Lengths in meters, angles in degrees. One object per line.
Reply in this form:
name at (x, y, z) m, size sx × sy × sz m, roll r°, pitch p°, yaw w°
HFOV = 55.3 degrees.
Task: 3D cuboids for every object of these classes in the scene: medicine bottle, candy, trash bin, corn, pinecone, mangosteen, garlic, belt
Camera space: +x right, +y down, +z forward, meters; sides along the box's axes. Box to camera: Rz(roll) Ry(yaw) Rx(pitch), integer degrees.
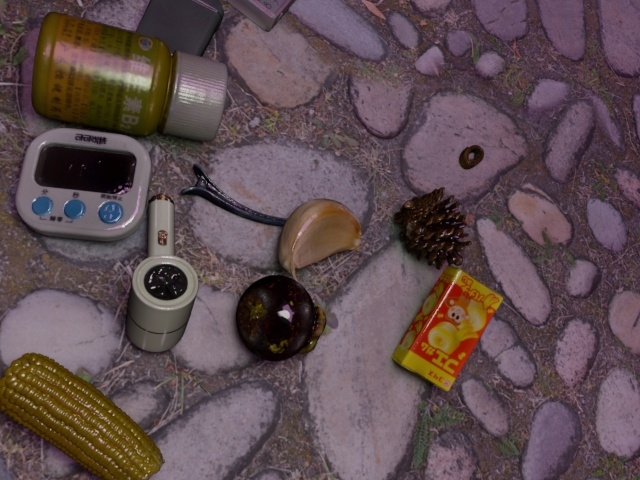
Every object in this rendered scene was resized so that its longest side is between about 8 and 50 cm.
medicine bottle at (-0.415, -0.346, 1.351) m, size 0.385 × 0.224 × 0.224 m, roll 9°, pitch 70°, yaw -21°
candy at (0.311, 0.214, 1.502) m, size 0.146 × 0.088 × 0.276 m, roll 31°, pitch 86°, yaw -12°
trash bin at (-0.351, -0.535, 1.514) m, size 0.177 × 0.101 × 0.236 m, roll 26°, pitch 68°, yaw -16°
corn at (-0.455, 0.349, 1.163) m, size 0.344 × 0.131 × 0.131 m, roll 41°, pitch 62°, yaw -8°
pinecone at (0.294, -0.022, 1.577) m, size 0.169 × 0.185 × 0.212 m, roll -22°, pitch 103°, yaw -4°
mangosteen at (-0.076, 0.176, 1.355) m, size 0.217 × 0.192 × 0.192 m, roll 18°, pitch 65°, yaw -40°
garlic at (-0.011, -0.009, 1.449) m, size 0.245 × 0.145 × 0.164 m, roll -30°, pitch 82°, yaw -36°
belt at (0.443, -0.247, 1.792) m, size 0.083 × 0.036 × 0.059 m, roll -41°, pitch 91°, yaw -29°

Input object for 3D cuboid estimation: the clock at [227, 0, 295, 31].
clock at (-0.143, -0.687, 1.670) m, size 0.150 × 0.063 × 0.197 m, roll 36°, pitch 63°, yaw -8°

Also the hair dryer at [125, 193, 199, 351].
hair dryer at (-0.339, 0.034, 1.299) m, size 0.128 × 0.203 × 0.361 m, roll 4°, pitch 55°, yaw -19°

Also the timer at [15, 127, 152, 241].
timer at (-0.495, -0.116, 1.300) m, size 0.262 × 0.087 × 0.236 m, roll 6°, pitch 69°, yaw -7°

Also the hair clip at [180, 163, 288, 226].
hair clip at (-0.196, -0.084, 1.467) m, size 0.275 × 0.048 × 0.083 m, roll 28°, pitch 63°, yaw -18°
